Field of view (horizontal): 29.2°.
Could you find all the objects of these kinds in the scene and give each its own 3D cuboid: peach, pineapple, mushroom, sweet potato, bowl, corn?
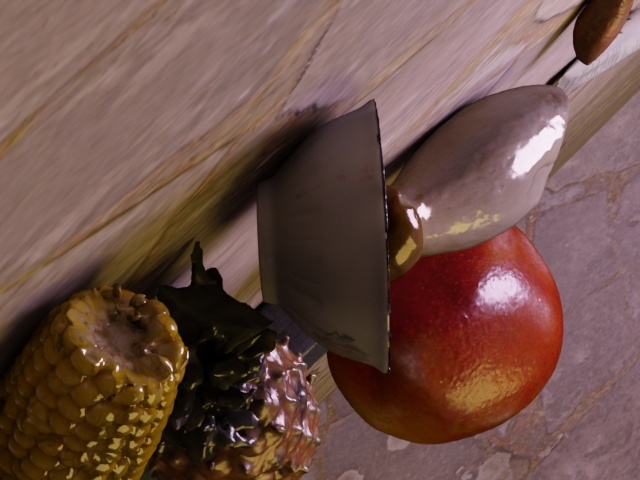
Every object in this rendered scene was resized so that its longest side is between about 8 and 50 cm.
[{"bbox_3d":[0.155,0.113,1.579,0.332,0.308,0.308,-11,148,-49],"label":"peach"},{"bbox_3d":[-0.087,0.112,0.907,0.169,0.169,0.340,-43,163,-8],"label":"pineapple"},{"bbox_3d":[0.140,-0.060,1.209,0.350,0.128,0.128,-31,165,-40],"label":"mushroom"},{"bbox_3d":[0.329,-0.273,1.312,0.050,0.050,0.214,-36,164,-44],"label":"sweet potato"},{"bbox_3d":[0.000,0.000,0.834,0.086,0.189,0.189,-4,169,0],"label":"bowl"},{"bbox_3d":[-0.172,0.148,0.765,0.115,0.115,0.318,-34,166,-50],"label":"corn"}]

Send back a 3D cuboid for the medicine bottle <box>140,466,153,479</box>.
[{"bbox_3d":[-0.187,0.229,1.066,0.352,0.110,0.110,-37,169,-41],"label":"medicine bottle"}]

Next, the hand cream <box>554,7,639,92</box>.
[{"bbox_3d":[0.390,-0.257,1.693,0.234,0.050,0.080,-35,169,-24],"label":"hand cream"}]

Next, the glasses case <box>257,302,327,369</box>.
[{"bbox_3d":[-0.058,0.122,1.284,0.323,0.074,0.131,-42,172,-18],"label":"glasses case"}]
